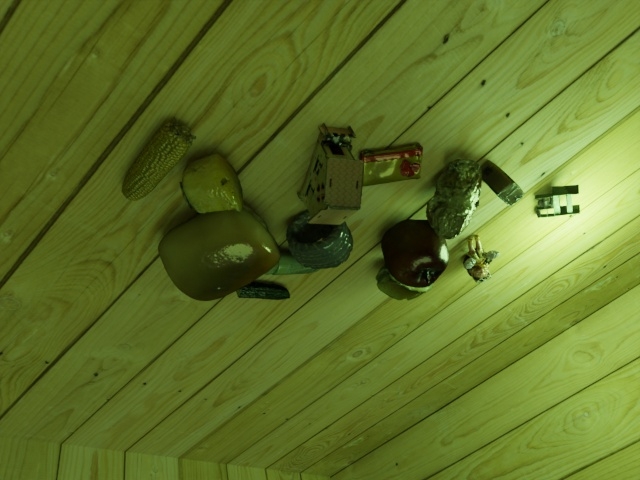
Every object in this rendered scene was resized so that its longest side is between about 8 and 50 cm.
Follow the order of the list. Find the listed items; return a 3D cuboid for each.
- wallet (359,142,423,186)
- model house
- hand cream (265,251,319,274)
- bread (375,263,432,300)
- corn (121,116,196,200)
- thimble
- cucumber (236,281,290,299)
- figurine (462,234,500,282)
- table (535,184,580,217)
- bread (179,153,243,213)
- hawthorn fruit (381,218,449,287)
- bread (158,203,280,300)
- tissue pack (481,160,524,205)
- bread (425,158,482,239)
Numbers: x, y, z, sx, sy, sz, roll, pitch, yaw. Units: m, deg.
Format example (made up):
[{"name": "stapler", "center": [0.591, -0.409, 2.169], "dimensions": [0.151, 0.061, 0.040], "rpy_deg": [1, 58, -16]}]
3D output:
[{"name": "wallet", "center": [0.257, -0.273, 1.696], "dimensions": [0.242, 0.067, 0.141], "rpy_deg": [-11, 133, -10]}, {"name": "model house", "center": [0.055, -0.191, 1.575], "dimensions": [0.169, 0.244, 0.326], "rpy_deg": [5, 129, -21]}, {"name": "hand cream", "center": [-0.104, 0.100, 1.894], "dimensions": [0.306, 0.093, 0.147], "rpy_deg": [7, 152, -34]}, {"name": "bread", "center": [0.366, 0.166, 2.085], "dimensions": [0.257, 0.185, 0.124], "rpy_deg": [7, 146, -21]}, {"name": "corn", "center": [-0.507, -0.238, 1.421], "dimensions": [0.305, 0.106, 0.106], "rpy_deg": [-40, 133, 22]}, {"name": "thimble", "center": [0.000, 0.000, 1.764], "dimensions": [0.237, 0.205, 0.172], "rpy_deg": [-24, 137, 3]}, {"name": "cucumber", "center": [-0.245, 0.213, 1.981], "dimensions": [0.266, 0.077, 0.077], "rpy_deg": [6, 130, -28]}, {"name": "figurine", "center": [0.739, 0.088, 2.190], "dimensions": [0.175, 0.115, 0.240], "rpy_deg": [-22, 130, -2]}, {"name": "table", "center": [1.059, -0.174, 2.083], "dimensions": [0.176, 0.062, 0.146], "rpy_deg": [-3, 144, 29]}, {"name": "bread", "center": [-0.339, -0.173, 1.485], "dimensions": [0.171, 0.197, 0.197], "rpy_deg": [-15, 136, 1]}, {"name": "hawthorn fruit", "center": [0.391, 0.065, 1.904], "dimensions": [0.268, 0.300, 0.267], "rpy_deg": [-4, 141, -3]}, {"name": "bread", "center": [-0.345, 0.046, 1.648], "dimensions": [0.376, 0.252, 0.348], "rpy_deg": [-28, 137, 6]}, {"name": "tissue pack", "center": [0.707, -0.227, 1.834], "dimensions": [0.120, 0.169, 0.082], "rpy_deg": [29, 115, -37]}, {"name": "bread", "center": [0.532, -0.176, 1.814], "dimensions": [0.192, 0.171, 0.313], "rpy_deg": [-24, 131, -51]}]
